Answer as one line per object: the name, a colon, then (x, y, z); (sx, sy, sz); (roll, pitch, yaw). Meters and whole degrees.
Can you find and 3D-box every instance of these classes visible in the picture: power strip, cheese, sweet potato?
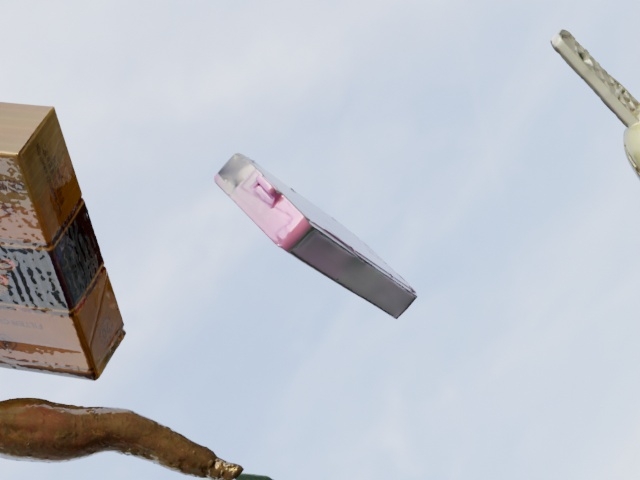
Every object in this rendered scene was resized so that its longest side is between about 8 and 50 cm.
power strip: (0.000, 0.000, 1.563); (0.037, 0.109, 0.279); (-48, -30, 4)
cheese: (0.291, -0.088, 1.488); (0.054, 0.251, 0.127); (-42, 4, 29)
sweet potato: (-0.163, 0.151, 1.295); (0.214, 0.050, 0.050); (10, -80, -19)

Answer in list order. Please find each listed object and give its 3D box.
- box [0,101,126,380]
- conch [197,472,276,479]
box: (-0.257, 0.000, 1.342); (0.070, 0.152, 0.237); (-65, -28, -42)
conch: (0.020, 0.318, 1.441); (0.319, 0.303, 0.215); (24, -93, -62)
